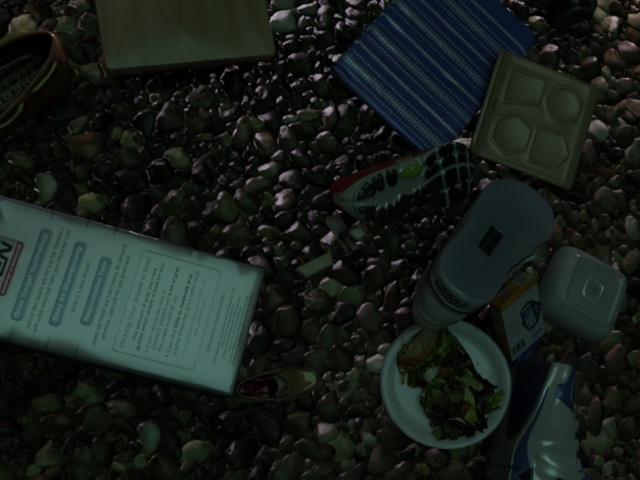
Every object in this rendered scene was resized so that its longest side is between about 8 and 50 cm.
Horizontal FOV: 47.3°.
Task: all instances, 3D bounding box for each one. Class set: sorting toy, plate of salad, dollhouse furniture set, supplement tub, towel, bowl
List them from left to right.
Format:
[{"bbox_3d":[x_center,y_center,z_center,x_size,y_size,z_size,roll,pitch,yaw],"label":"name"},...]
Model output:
[{"bbox_3d":[-0.225,-0.381,1.159,0.256,0.089,0.257,-9,79,-15],"label":"sorting toy"},{"bbox_3d":[0.000,0.000,1.131,0.114,0.091,0.081,-26,68,-14],"label":"dollhouse furniture set"},{"bbox_3d":[0.202,-0.325,1.276,0.243,0.040,0.336,42,73,-3],"label":"towel"},{"bbox_3d":[0.190,0.214,1.111,0.200,0.048,0.199,-1,71,4],"label":"plate of salad"},{"bbox_3d":[0.310,0.181,1.177,0.067,0.029,0.119,-19,82,-17],"label":"towel"},{"bbox_3d":[0.371,-0.208,1.272,0.208,0.038,0.192,20,83,-12],"label":"sorting toy"},{"bbox_3d":[0.431,-0.491,1.326,0.106,0.106,0.197,-9,79,-15],"label":"supplement tub"},{"bbox_3d":[0.442,0.087,1.218,0.142,0.053,0.142,29,74,-4],"label":"bowl"}]

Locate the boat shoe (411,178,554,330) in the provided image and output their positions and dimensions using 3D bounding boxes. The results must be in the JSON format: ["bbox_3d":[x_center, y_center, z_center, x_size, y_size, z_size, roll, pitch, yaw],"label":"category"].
[{"bbox_3d":[0.245,0.033,1.148,0.136,0.156,0.367,42,43,4],"label":"boat shoe"}]

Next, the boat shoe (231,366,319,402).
[{"bbox_3d":[-0.063,0.215,1.076,0.135,0.045,0.050,-10,79,-15],"label":"boat shoe"}]

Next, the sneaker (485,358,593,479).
[{"bbox_3d":[0.351,0.343,1.104,0.182,0.127,0.315,17,84,-14],"label":"sneaker"}]

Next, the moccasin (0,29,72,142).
[{"bbox_3d":[-0.515,-0.163,1.010,0.380,0.147,0.139,-35,86,-18],"label":"moccasin"}]

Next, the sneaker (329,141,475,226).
[{"bbox_3d":[0.133,-0.100,1.167,0.279,0.118,0.107,-15,109,-34],"label":"sneaker"}]

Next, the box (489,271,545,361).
[{"bbox_3d":[0.306,0.124,1.129,0.081,0.028,0.136,-35,129,-21],"label":"box"}]

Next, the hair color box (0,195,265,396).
[{"bbox_3d":[-0.286,0.087,1.021,0.375,0.113,0.185,16,74,-9],"label":"hair color box"}]
